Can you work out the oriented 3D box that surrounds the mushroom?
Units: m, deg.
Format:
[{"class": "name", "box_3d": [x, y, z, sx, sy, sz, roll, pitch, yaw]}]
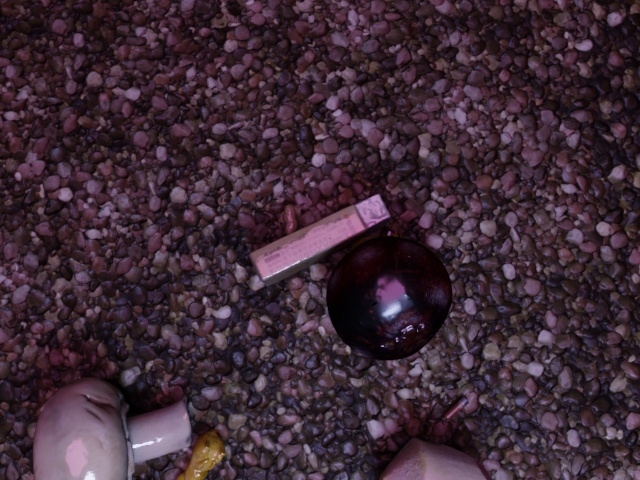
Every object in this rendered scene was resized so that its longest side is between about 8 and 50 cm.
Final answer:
[{"class": "mushroom", "box_3d": [-0.455, 0.455, 1.154, 0.336, 0.314, 0.314, -9, 82, -22]}]

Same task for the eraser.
[{"class": "eraser", "box_3d": [0.000, 0.000, 1.257, 0.344, 0.144, 0.078, -26, 81, -4]}]

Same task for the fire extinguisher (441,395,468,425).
[{"class": "fire extinguisher", "box_3d": [0.327, 0.419, 1.260, 0.083, 0.022, 0.028, -41, 114, -4]}]

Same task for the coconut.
[{"class": "coconut", "box_3d": [0.251, 0.566, 1.148, 0.245, 0.233, 0.233, 16, 83, 2]}]

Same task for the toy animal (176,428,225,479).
[{"class": "toy animal", "box_3d": [-0.294, 0.538, 1.233, 0.070, 0.083, 0.159, 30, 95, -22]}]

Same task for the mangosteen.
[{"class": "mangosteen", "box_3d": [0.145, 0.120, 1.173, 0.297, 0.297, 0.293, -38, 63, -4]}]

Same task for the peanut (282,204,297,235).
[{"class": "peanut", "box_3d": [-0.076, -0.051, 1.317, 0.037, 0.037, 0.083, -5, 80, 0]}]
